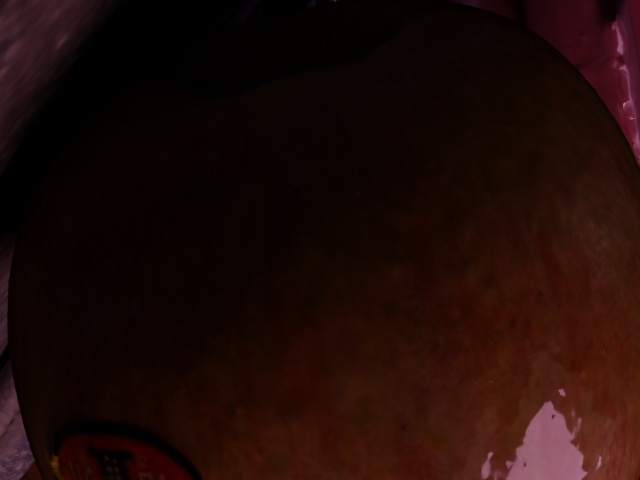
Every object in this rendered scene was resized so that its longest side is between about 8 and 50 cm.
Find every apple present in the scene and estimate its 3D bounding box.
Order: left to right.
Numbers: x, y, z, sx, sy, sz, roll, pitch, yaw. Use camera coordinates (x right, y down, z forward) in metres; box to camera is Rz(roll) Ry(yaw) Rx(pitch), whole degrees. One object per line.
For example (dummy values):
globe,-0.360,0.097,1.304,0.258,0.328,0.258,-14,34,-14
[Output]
apple,0.006,0.025,0.562,0.211,0.188,0.211,-14,-165,4

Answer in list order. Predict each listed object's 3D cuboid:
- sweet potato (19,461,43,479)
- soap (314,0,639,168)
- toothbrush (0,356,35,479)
sweet potato,-0.104,0.116,0.870,0.131,0.131,0.337,-46,175,-48
soap,0.069,-0.038,0.691,0.099,0.162,0.250,-47,133,-43
toothbrush,-0.179,0.137,0.831,0.042,0.035,0.413,-38,169,-48
